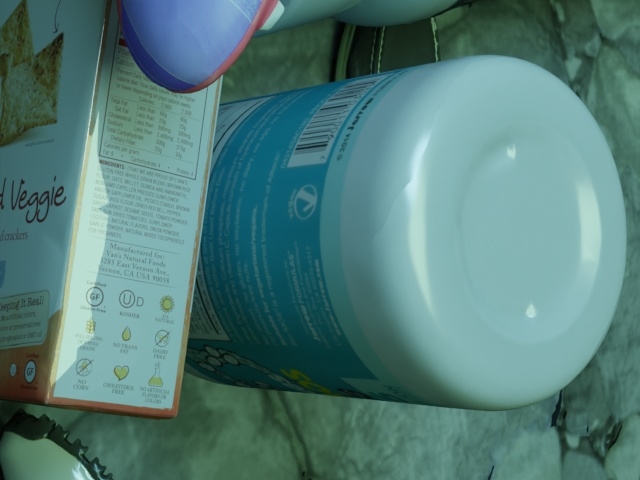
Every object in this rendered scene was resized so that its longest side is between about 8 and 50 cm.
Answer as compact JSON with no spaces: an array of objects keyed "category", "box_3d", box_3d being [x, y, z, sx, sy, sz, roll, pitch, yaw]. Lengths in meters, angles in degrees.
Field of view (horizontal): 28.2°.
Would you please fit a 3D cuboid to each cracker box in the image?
[{"category":"cracker box","box_3d":[-0.117,-0.042,0.578,0.067,0.155,0.232,14,79,-38]}]

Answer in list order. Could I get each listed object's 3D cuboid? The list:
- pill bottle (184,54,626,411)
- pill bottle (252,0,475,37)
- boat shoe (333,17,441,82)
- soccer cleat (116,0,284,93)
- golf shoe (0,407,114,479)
[{"category":"pill bottle","box_3d":[0.000,0.000,0.603,0.146,0.264,0.146,1,88,-39]},{"category":"pill bottle","box_3d":[0.072,-0.235,0.714,0.361,0.204,0.204,-25,104,-38]},{"category":"boat shoe","box_3d":[0.055,-0.052,0.775,0.080,0.073,0.224,10,82,-39]},{"category":"soccer cleat","box_3d":[-0.055,-0.178,0.480,0.095,0.083,0.248,22,69,-45]},{"category":"golf shoe","box_3d":[-0.128,0.182,0.611,0.094,0.077,0.198,-25,103,-38]}]
